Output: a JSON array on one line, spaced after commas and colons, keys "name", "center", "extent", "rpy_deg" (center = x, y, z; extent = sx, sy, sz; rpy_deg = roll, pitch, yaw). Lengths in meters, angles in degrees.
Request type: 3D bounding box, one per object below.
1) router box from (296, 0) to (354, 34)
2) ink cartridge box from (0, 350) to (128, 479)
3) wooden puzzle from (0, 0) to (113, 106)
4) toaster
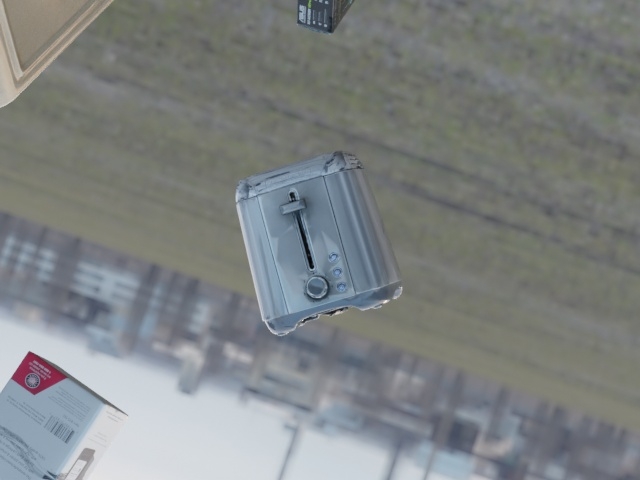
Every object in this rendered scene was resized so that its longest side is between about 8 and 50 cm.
[{"name": "router box", "center": [0.013, -0.263, 1.677], "extent": [0.038, 0.092, 0.122], "rpy_deg": [18, 134, 15]}, {"name": "ink cartridge box", "center": [-0.283, 0.205, 1.849], "extent": [0.109, 0.150, 0.063], "rpy_deg": [31, 175, 26]}, {"name": "wooden puzzle", "center": [-0.178, -0.234, 1.252], "extent": [0.044, 0.239, 0.221], "rpy_deg": [30, 149, 26]}, {"name": "toaster", "center": [0.000, 0.000, 1.712], "extent": [0.129, 0.147, 0.227], "rpy_deg": [-16, 179, 9]}]
